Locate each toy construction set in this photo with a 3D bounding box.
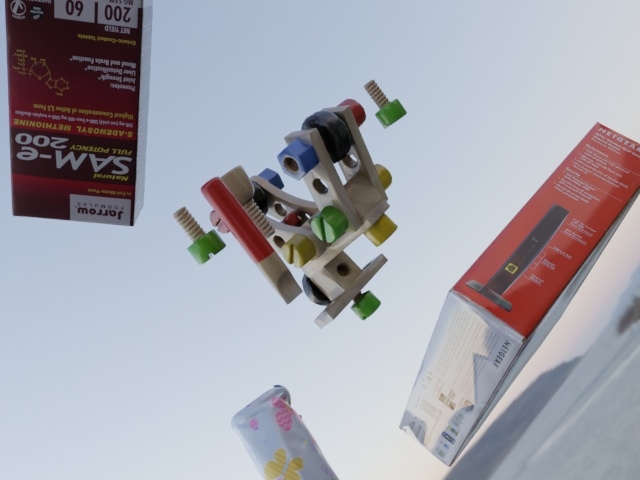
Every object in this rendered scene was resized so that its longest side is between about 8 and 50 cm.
[{"bbox_3d":[0.000,0.000,0.790,0.257,0.237,0.309,-34,4,28],"label":"toy construction set"}]

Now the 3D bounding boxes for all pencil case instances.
[{"bbox_3d":[-0.037,0.372,1.109,0.113,0.273,0.124,-37,-27,4],"label":"pencil case"}]

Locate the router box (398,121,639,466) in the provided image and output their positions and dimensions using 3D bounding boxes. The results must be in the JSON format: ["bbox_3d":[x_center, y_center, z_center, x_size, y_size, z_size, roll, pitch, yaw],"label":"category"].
[{"bbox_3d":[0.232,0.074,0.804,0.301,0.082,0.335,-43,-24,-28],"label":"router box"}]

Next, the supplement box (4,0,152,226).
[{"bbox_3d":[-0.248,-0.141,0.715,0.073,0.130,0.239,-102,18,-67],"label":"supplement box"}]
